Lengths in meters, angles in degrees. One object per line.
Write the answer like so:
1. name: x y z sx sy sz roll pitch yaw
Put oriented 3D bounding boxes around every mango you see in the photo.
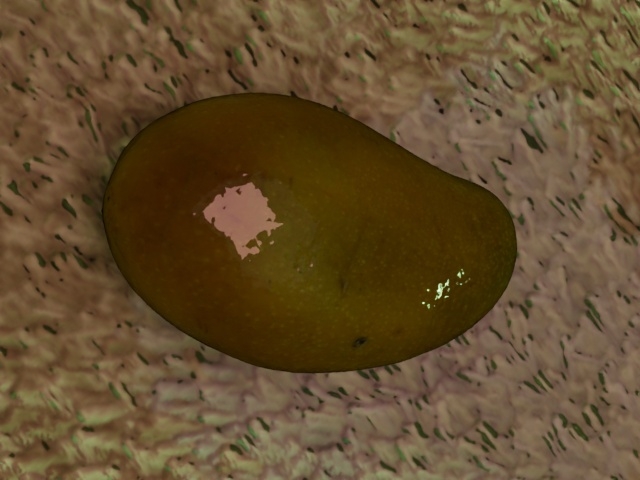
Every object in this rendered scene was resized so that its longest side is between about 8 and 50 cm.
1. mango: 0.000 0.000 0.776 0.227 0.099 0.136 11 86 -25
